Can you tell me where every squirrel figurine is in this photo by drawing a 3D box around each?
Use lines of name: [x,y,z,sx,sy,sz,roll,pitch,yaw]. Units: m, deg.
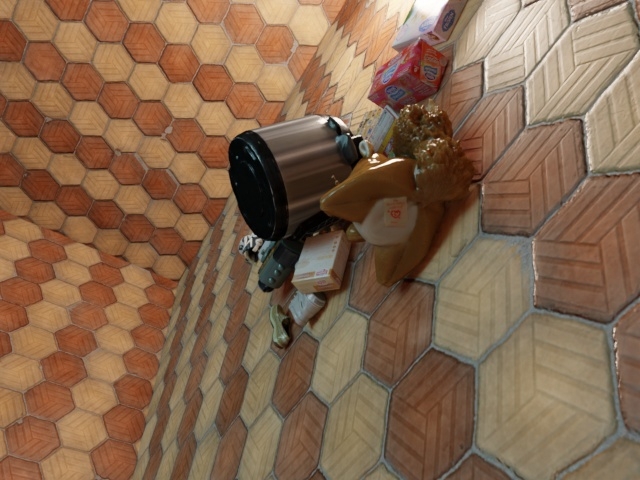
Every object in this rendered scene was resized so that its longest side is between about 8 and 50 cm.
squirrel figurine: [0.199,-0.153,1.307,0.397,0.281,0.370,-41,16,17]

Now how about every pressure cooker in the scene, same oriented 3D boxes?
pressure cooker: [-0.048,-0.221,1.667,0.370,0.420,0.376,42,142,42]

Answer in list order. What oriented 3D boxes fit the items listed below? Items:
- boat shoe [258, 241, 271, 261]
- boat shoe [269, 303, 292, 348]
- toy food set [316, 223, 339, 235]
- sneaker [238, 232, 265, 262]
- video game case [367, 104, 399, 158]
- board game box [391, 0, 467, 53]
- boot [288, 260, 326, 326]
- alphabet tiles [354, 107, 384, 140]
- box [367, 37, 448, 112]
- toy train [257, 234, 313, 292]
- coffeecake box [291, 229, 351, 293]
boat shoe: [-0.137,-0.019,2.090,0.119,0.121,0.335,42,120,27]
boat shoe: [-0.128,0.287,1.773,0.072,0.068,0.190,-42,37,20]
toy food set: [0.000,0.000,1.822,0.192,0.038,0.132,-65,20,-2]
sneaker: [-0.359,0.055,2.535,0.235,0.094,0.153,-26,32,43]
video game case: [0.211,-0.294,1.623,0.204,0.025,0.285,-62,24,24]
board game box: [0.409,-0.828,1.785,0.318,0.065,0.318,-63,20,1]
boot: [-0.065,0.173,1.690,0.123,0.095,0.258,-51,24,14]
alphabet tiles: [0.179,-0.410,1.924,0.198,0.009,0.237,-64,20,-2]
box: [0.278,-0.525,1.659,0.257,0.122,0.128,-8,59,65]
toy train: [-0.140,0.058,1.900,0.334,0.142,0.190,-52,14,40]
coffeecake box: [0.006,0.067,1.589,0.142,0.068,0.186,-11,43,31]
